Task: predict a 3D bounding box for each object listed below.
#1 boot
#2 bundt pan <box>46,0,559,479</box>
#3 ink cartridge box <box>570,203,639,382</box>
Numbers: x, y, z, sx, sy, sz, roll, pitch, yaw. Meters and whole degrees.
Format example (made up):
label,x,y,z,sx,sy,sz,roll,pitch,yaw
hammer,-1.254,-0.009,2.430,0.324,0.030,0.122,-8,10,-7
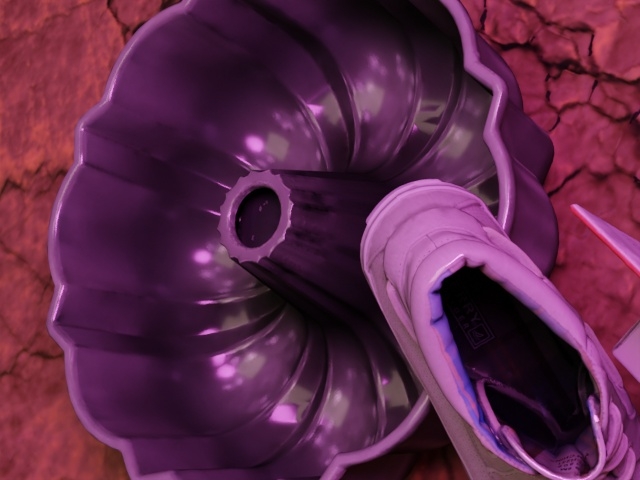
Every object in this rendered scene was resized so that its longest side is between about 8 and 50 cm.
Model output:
label,x,y,z,sx,sy,sz,roll,pitch,yaw
boot,0.105,0.094,0.801,0.095,0.258,0.123,-36,18,4
bundt pan,0.000,0.000,0.999,0.331,0.124,0.331,-12,69,36
ink cartridge box,0.224,0.115,0.716,0.060,0.239,0.275,-51,53,14
